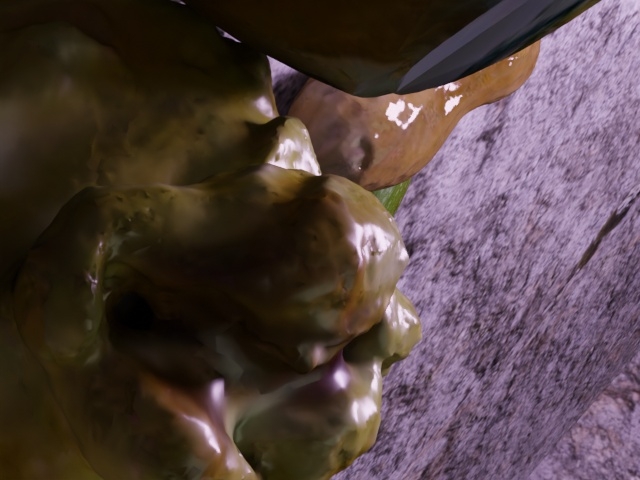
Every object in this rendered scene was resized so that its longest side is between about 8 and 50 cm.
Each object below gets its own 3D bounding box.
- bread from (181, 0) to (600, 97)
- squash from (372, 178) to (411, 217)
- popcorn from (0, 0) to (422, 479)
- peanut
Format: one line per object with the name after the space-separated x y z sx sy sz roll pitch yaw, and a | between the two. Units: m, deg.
0.089 -0.232 0.735 0.395 0.264 0.239 -33 161 34 | bread
0.000 0.000 1.361 0.219 0.077 0.068 -52 150 12 | squash
-0.100 0.026 0.750 0.276 0.276 0.225 -55 150 15 | popcorn
0.072 -0.115 1.277 0.263 0.101 0.117 -40 178 -31 | peanut
